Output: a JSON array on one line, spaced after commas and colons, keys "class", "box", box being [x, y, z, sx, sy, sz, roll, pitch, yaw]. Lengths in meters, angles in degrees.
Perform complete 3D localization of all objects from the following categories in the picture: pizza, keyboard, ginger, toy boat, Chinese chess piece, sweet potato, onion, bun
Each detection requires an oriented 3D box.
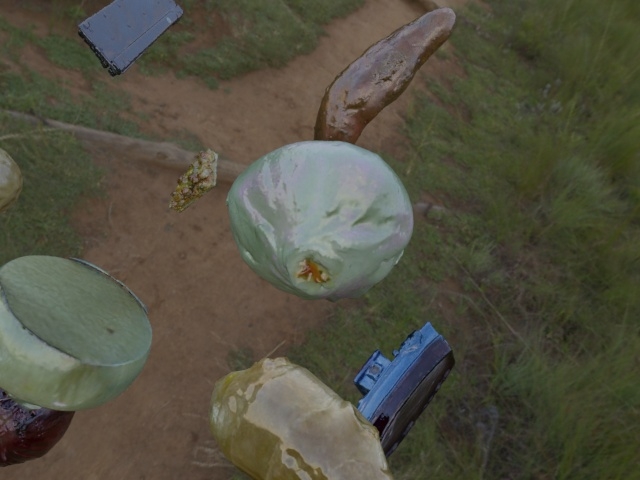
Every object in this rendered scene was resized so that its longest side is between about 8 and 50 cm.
[{"class": "pizza", "box": [-0.285, -0.145, 1.252, 0.046, 0.134, 0.175, 39, 64, -34]}, {"class": "keyboard", "box": [-0.253, -0.298, 0.743, 0.072, 0.023, 0.231, 50, 32, -27]}, {"class": "ginger", "box": [0.029, 0.294, 0.418, 0.122, 0.348, 0.363, 33, 66, -53]}, {"class": "toy boat", "box": [0.086, 0.201, 0.720, 0.097, 0.223, 0.100, 27, -23, 40]}, {"class": "Chinese chess piece", "box": [-0.281, 0.098, 0.597, 0.188, 0.083, 0.188, 35, 13, -10]}, {"class": "sweet potato", "box": [0.080, -0.249, 0.875, 0.106, 0.355, 0.095, 38, 1, -10]}, {"class": "onion", "box": [-0.591, 0.281, 0.992, 0.280, 0.221, 0.281, 31, 1, 0]}, {"class": "bun", "box": [0.000, 0.000, 0.822, 0.293, 0.293, 0.187, 23, 47, -23]}]

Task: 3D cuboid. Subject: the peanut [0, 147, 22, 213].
[{"class": "peanut", "box": [-0.758, -0.044, 1.133, 0.192, 0.169, 0.387, 54, 40, -43]}]
